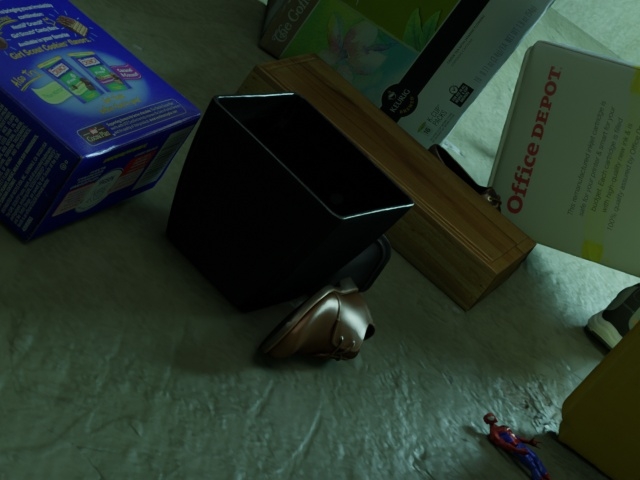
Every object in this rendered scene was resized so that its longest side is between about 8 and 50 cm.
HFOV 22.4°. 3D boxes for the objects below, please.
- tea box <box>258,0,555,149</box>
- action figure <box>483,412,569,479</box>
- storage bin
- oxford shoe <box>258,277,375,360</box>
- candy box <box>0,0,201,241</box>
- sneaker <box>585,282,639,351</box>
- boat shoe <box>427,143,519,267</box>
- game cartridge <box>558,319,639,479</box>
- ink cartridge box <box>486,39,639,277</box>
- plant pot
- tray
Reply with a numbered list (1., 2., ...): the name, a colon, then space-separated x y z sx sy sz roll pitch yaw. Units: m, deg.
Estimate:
1. tea box: 0.130 -0.366 2.399 0.323 0.329 0.220 31 23 -12
2. action figure: 0.223 0.232 1.774 0.115 0.030 0.038 41 27 14
3. storage bin: 0.000 0.000 1.817 0.135 0.098 0.091 44 33 15
4. oxford shoe: 0.006 0.093 1.666 0.076 0.076 0.212 53 25 8
5. candy box: -0.316 -0.166 1.619 0.317 0.122 0.268 42 24 8
6. sneaker: 0.480 0.108 2.293 0.100 0.108 0.271 45 22 23
7. boat shoe: 0.213 -0.048 2.244 0.207 0.073 0.073 41 19 5
8. game cartridge: 0.473 0.209 1.847 0.323 0.285 0.053 36 27 -4
9. ink cartridge box: 0.456 -0.101 2.272 0.384 0.279 0.160 20 13 22
10. plant pot: -0.050 -0.033 1.697 0.188 0.167 0.187 45 23 16
11. tray: 0.088 -0.088 2.135 0.411 0.076 0.203 41 22 10
